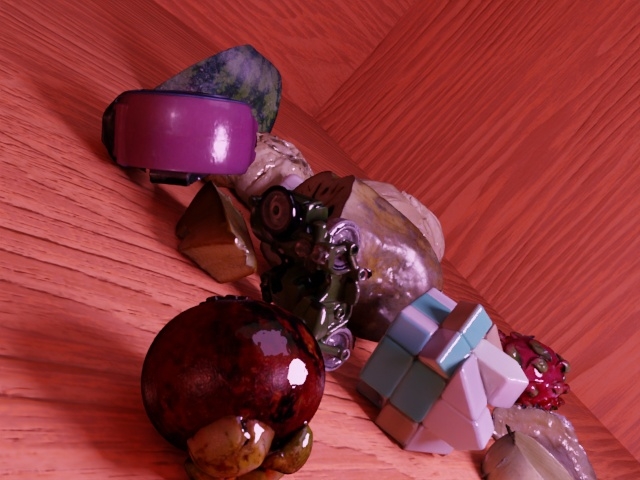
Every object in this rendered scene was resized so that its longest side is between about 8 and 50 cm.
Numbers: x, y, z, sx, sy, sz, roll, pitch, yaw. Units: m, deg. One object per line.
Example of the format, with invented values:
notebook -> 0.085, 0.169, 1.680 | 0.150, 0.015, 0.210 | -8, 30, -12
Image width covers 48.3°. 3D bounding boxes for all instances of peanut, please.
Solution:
peanut -> -0.226, -0.167, 1.441 | 0.174, 0.080, 0.080 | 49, 13, 30

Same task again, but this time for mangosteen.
mangosteen -> -0.075, 0.149, 0.660 | 0.200, 0.200, 0.200 | 41, 12, -11

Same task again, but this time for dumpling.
dumpling -> 0.498, 0.465, 1.584 | 0.332, 0.086, 0.166 | 42, 44, -5

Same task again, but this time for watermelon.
watermelon -> -0.263, -0.362, 1.753 | 0.292, 0.283, 0.250 | 20, -21, 40

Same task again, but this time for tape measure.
tape measure -> -0.219, -0.168, 1.170 | 0.231, 0.149, 0.245 | 9, 9, 18

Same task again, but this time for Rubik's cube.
Rubik's cube -> 0.199, 0.205, 1.117 | 0.213, 0.265, 0.224 | 35, 23, 17

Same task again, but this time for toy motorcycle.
toy motorcycle -> -0.031, 0.053, 1.062 | 0.127, 0.275, 0.205 | -13, 26, -42

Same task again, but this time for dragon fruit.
dragon fruit -> 0.545, 0.349, 1.945 | 0.218, 0.198, 0.272 | -3, 15, -34

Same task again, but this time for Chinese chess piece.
Chinese chess piece -> 0.389, 0.447, 1.274 | 0.237, 0.092, 0.238 | 41, 13, -12

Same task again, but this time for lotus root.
lotus root -> 0.075, 0.047, 1.307 | 0.346, 0.250, 0.250 | 37, 13, -29

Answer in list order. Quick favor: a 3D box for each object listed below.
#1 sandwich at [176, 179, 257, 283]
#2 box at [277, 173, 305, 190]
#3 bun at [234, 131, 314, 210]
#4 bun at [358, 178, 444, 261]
sandwich -> -0.158, -0.004, 1.085 | 0.090, 0.088, 0.244 | 47, 5, -27
box -> 0.000, 0.000, 1.473 | 0.285, 0.142, 0.044 | 42, -22, -1
bun -> -0.101, -0.147, 1.607 | 0.259, 0.152, 0.259 | 40, 10, -9
bun -> 0.191, -0.040, 1.982 | 0.361, 0.213, 0.361 | 36, 5, -4
